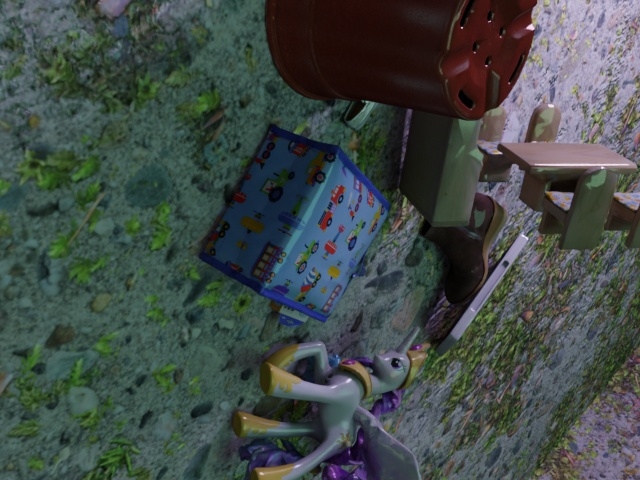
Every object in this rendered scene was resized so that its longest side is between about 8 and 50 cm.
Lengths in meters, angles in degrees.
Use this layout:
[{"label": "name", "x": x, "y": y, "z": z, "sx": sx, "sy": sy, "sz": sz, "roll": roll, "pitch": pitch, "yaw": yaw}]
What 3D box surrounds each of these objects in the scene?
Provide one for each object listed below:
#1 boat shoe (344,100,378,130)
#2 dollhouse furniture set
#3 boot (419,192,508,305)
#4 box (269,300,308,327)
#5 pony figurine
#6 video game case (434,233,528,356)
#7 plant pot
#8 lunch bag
[{"label": "boat shoe", "x": 0.069, "y": -0.222, "z": 1.090, "sx": 0.100, "sy": 0.035, "sz": 0.035, "roll": -57, "pitch": 146, "yaw": 2}, {"label": "dollhouse furniture set", "x": 0.364, "y": -0.177, "z": 1.218, "sx": 0.394, "sy": 0.362, "sz": 0.257, "roll": -2, "pitch": 118, "yaw": -17}, {"label": "boot", "x": 0.273, "y": 0.010, "z": 1.454, "sx": 0.206, "sy": 0.090, "sz": 0.248, "roll": 15, "pitch": 104, "yaw": -38}, {"label": "box", "x": -0.030, "y": 0.078, "z": 1.158, "sx": 0.081, "sy": 0.028, "sz": 0.136, "roll": 31, "pitch": 89, "yaw": -52}, {"label": "pony figurine", "x": 0.035, "y": 0.328, "z": 1.223, "sx": 0.363, "sy": 0.303, "sz": 0.351, "roll": -1, "pitch": 104, "yaw": -33}, {"label": "video game case", "x": 0.361, "y": 0.128, "z": 1.578, "sx": 0.285, "sy": 0.025, "sz": 0.204, "roll": -51, "pitch": 168, "yaw": -15}, {"label": "plant pot", "x": 0.117, "y": -0.288, "z": 0.915, "sx": 0.272, "sy": 0.265, "sz": 0.272, "roll": -27, "pitch": 130, "yaw": -38}, {"label": "lunch bag", "x": 0.000, "y": 0.000, "z": 1.052, "sx": 0.293, "sy": 0.138, "sz": 0.221, "roll": 34, "pitch": 83, "yaw": -52}]
